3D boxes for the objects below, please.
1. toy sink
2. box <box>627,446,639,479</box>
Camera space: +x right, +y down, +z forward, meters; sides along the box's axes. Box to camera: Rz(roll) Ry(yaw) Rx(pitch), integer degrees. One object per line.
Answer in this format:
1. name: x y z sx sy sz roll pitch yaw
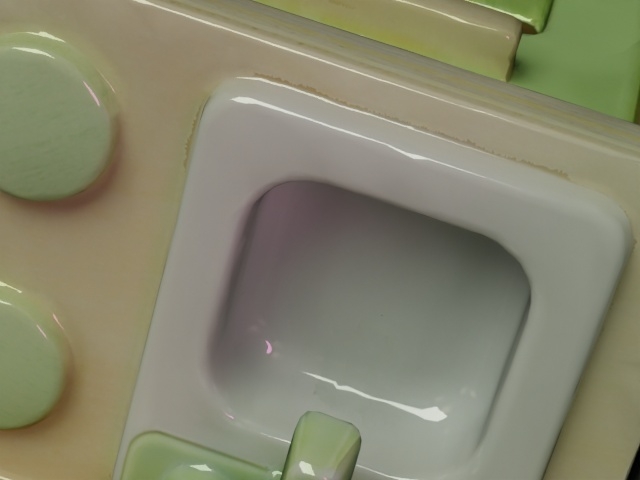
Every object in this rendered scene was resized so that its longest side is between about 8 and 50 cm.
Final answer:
1. toy sink: 0.000 0.000 0.422 0.153 0.131 0.234 18 29 6
2. box: 0.201 -0.023 0.383 0.215 0.168 0.345 19 65 6
